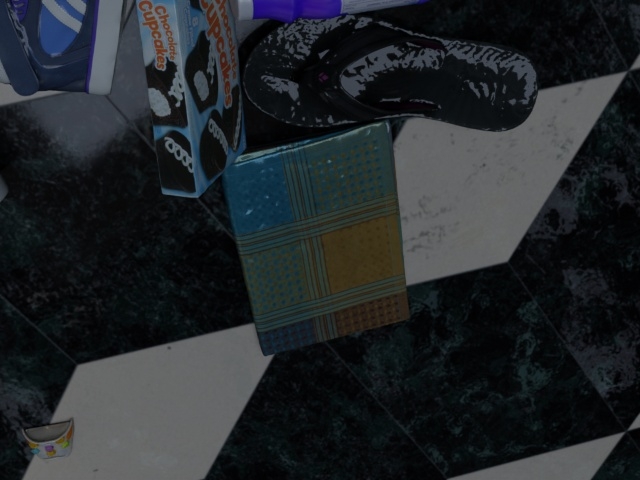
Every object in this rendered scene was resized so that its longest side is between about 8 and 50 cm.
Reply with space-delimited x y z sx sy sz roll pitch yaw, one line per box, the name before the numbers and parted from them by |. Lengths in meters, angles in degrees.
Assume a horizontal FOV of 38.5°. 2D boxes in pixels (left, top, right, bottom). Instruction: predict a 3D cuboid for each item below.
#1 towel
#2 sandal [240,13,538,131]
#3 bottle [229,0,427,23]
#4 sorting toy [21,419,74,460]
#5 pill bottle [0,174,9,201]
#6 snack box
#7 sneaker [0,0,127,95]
towel | 0.000 0.000 1.475 0.272 0.040 0.370 -13 119 -7
sandal | 0.110 -0.243 1.324 0.446 0.107 0.167 1 100 -10
bottle | 0.017 -0.353 1.248 0.283 0.118 0.092 -13 119 -14
sorting toy | -0.452 0.345 1.540 0.083 0.044 0.075 -9 136 -9
pill bottle | -0.523 -0.137 1.222 0.131 0.131 0.229 -26 119 0
snack box | -0.169 -0.242 1.232 0.060 0.187 0.321 5 118 16
sneaker | -0.363 -0.339 1.156 0.236 0.130 0.322 9 123 -11
